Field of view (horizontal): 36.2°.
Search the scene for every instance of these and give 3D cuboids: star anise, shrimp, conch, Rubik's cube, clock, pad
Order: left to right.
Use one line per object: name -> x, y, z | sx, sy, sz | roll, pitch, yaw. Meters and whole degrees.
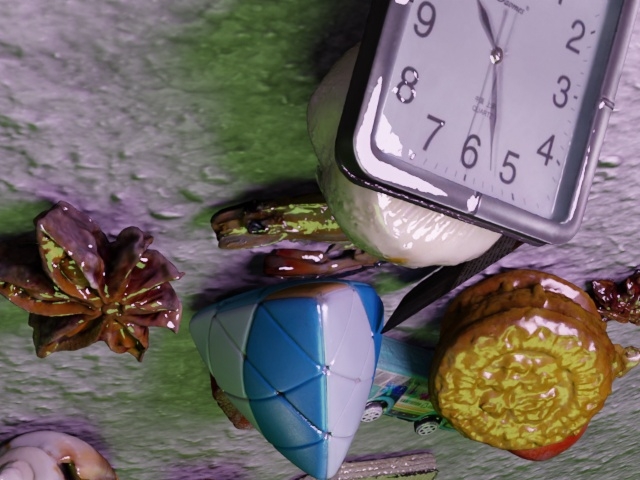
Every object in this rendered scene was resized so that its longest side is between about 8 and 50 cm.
conch -> -0.378, 0.326, 1.352 | 0.158, 0.127, 0.255 | -46, 167, -7
star anise -> -0.246, 0.047, 1.033 | 0.214, 0.099, 0.220 | 21, 137, -20
Rubik's cube -> -0.045, 0.101, 1.114 | 0.254, 0.254, 0.254 | -10, 143, -7
shrimp -> 0.000, -0.001, 1.092 | 0.253, 0.058, 0.173 | -5, 151, -16
pad -> 0.136, 0.024, 1.052 | 0.250, 0.055, 0.323 | -36, 165, 25
clock -> 0.145, -0.151, 0.814 | 0.273, 0.279, 0.049 | 18, 176, -36
star anise -> 0.386, 0.085, 1.329 | 0.190, 0.070, 0.097 | 1, 144, -15

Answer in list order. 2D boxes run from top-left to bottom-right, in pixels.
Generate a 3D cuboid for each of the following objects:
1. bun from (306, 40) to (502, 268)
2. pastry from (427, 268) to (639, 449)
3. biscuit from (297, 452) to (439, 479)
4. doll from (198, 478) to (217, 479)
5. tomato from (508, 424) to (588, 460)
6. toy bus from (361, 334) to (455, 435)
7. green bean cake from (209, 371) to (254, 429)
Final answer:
bun -> 0.090, -0.086, 0.908 | 0.239, 0.141, 0.239 | -13, 112, -33
pastry -> 0.259, 0.168, 1.260 | 0.235, 0.132, 0.240 | 41, 120, -11
biscuit -> 0.067, 0.419, 1.667 | 0.249, 0.046, 0.147 | -2, 143, -19
doll -> -0.185, 0.485, 1.576 | 0.166, 0.162, 0.270 | 8, 129, -6
tomato -> 0.313, 0.247, 1.434 | 0.167, 0.167, 0.167 | -10, 143, -7
toy bus -> 0.118, 0.200, 1.367 | 0.261, 0.091, 0.109 | 20, 124, -41
green bean cake -> -0.070, 0.192, 1.311 | 0.135, 0.056, 0.136 | -16, 144, 4
